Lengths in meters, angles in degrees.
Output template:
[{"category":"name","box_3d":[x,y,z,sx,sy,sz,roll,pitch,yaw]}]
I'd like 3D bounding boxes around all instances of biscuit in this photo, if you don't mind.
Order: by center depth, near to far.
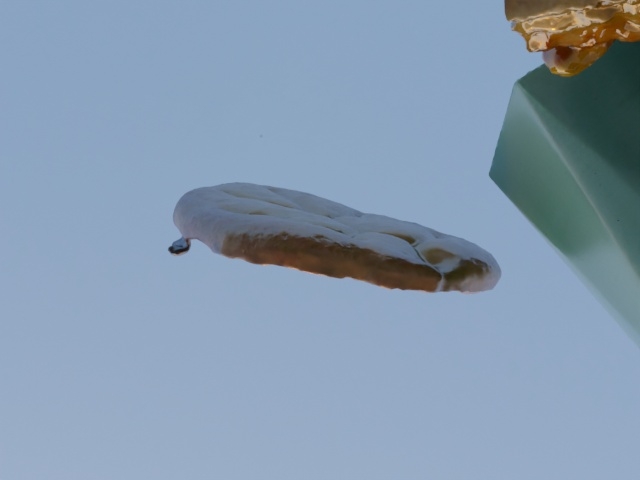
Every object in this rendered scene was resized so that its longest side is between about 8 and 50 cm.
[{"category":"biscuit","box_3d":[0.000,-0.005,0.870,0.203,0.260,0.041,3,-79,-24]}]

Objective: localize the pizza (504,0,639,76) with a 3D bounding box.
[{"category":"pizza","box_3d":[0.245,-0.197,0.694,0.268,0.087,0.258,-2,-127,34]}]

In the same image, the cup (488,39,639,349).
[{"category":"cup","box_3d":[0.204,0.007,0.739,0.134,0.148,0.236,-13,-128,-17]}]
